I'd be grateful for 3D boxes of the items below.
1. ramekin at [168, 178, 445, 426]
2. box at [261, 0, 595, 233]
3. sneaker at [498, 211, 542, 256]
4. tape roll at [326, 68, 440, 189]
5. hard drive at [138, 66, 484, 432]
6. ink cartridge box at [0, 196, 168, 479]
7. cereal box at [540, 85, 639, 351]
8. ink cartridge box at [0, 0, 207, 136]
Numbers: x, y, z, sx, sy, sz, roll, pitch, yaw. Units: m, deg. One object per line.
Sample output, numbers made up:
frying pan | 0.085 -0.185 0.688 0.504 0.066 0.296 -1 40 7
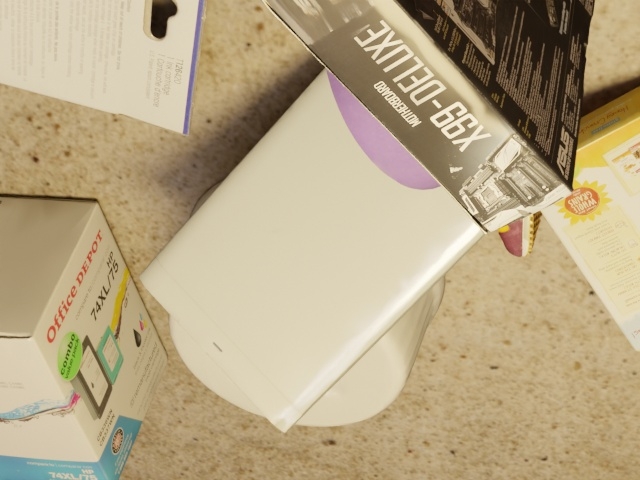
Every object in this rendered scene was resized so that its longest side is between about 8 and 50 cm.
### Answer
ramekin | -0.021 0.068 1.538 0.277 0.135 0.277 11 140 9
box | 0.092 -0.195 1.059 0.076 0.307 0.242 -26 124 36
sneaker | 0.155 -0.064 1.376 0.084 0.069 0.185 3 129 18
tape roll | 0.091 -0.141 1.215 0.080 0.189 0.189 -20 127 37
hard drive | 0.000 0.000 1.364 0.203 0.040 0.307 46 112 7
ink cartridge box | -0.320 0.113 1.653 0.197 0.198 0.270 3 138 19
cereal box | 0.302 -0.023 1.337 0.173 0.047 0.240 -28 124 15
ink cartridge box | -0.241 -0.251 1.314 0.307 0.072 0.304 13 139 -1
